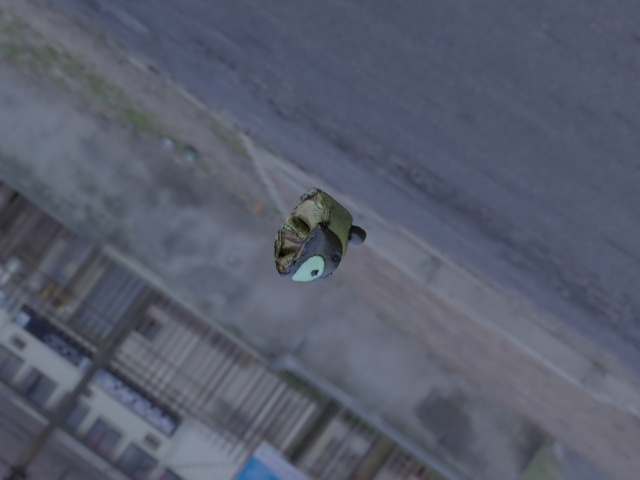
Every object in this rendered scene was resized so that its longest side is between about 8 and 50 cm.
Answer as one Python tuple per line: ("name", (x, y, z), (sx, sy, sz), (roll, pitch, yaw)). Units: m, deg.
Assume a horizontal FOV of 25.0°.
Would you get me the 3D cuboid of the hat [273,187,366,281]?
("hat", (0.000, 0.000, 1.273), (0.059, 0.077, 0.076), (24, -160, -26))
